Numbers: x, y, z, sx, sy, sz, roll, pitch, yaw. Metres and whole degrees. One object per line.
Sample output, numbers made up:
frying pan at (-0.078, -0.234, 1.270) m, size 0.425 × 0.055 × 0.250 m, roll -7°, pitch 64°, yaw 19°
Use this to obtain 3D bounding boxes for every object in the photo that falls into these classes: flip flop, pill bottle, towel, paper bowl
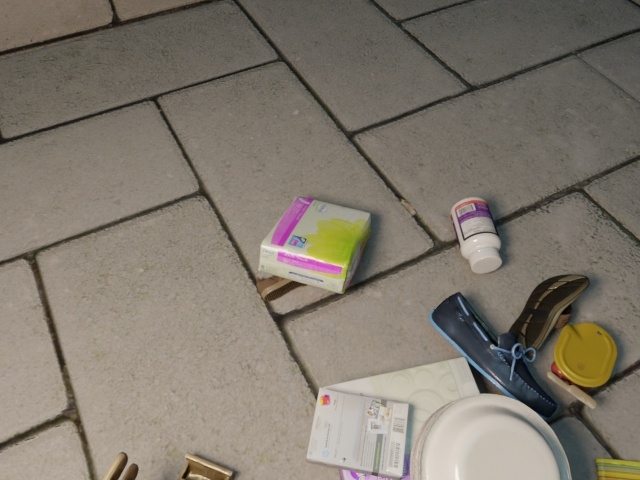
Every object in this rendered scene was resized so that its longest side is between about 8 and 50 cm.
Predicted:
flip flop at (0.561, 0.187, 1.308) m, size 0.277 × 0.080 × 0.112 m, roll -48°, pitch 24°, yaw -18°
pill bottle at (0.423, -0.012, 1.439) m, size 0.108 × 0.108 × 0.194 m, roll -3°, pitch 54°, yaw -3°
towel at (0.622, 0.563, 1.068) m, size 0.102 × 0.021 × 0.237 m, roll 3°, pitch 54°, yaw 8°
paper bowl at (0.315, 0.427, 0.976) m, size 0.284 × 0.148 × 0.284 m, roll 1°, pitch 67°, yaw -2°

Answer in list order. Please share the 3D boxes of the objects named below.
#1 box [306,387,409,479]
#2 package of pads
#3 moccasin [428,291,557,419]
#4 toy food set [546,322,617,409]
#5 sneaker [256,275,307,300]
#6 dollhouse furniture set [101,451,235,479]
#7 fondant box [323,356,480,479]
box at (0.076, 0.383, 1.065) m, size 0.186 × 0.038 × 0.145 m, roll 9°, pitch 54°, yaw 5°
package of pads at (0.000, 0.000, 1.374) m, size 0.229 × 0.101 × 0.296 m, roll 14°, pitch 33°, yaw 9°
moccasin at (0.397, 0.248, 1.209) m, size 0.342 × 0.137 × 0.117 m, roll 43°, pitch 97°, yaw 26°
toy food set at (0.598, 0.288, 1.241) m, size 0.128 × 0.071 × 0.218 m, roll 30°, pitch 54°, yaw 20°
sneaker at (-0.077, 0.087, 1.384) m, size 0.188 × 0.066 × 0.071 m, roll -23°, pitch 56°, yaw -18°
dollhouse furniture set at (-0.255, 0.466, 0.988) m, size 0.212 × 0.242 × 0.161 m, roll 17°, pitch 55°, yaw 11°
fondant box at (0.189, 0.404, 1.133) m, size 0.330 × 0.096 × 0.238 m, roll -11°, pitch 54°, yaw -7°
